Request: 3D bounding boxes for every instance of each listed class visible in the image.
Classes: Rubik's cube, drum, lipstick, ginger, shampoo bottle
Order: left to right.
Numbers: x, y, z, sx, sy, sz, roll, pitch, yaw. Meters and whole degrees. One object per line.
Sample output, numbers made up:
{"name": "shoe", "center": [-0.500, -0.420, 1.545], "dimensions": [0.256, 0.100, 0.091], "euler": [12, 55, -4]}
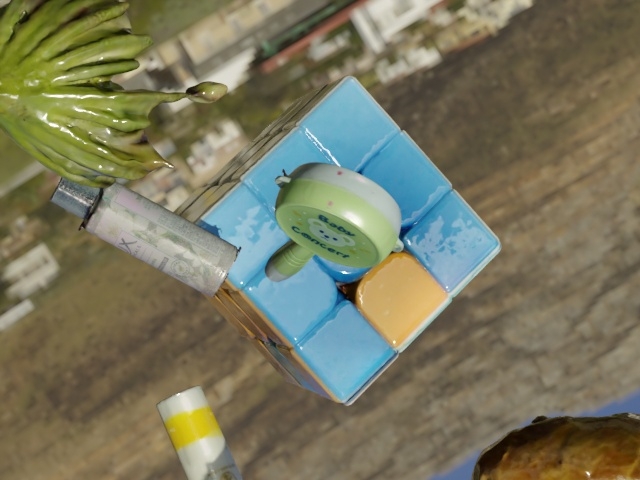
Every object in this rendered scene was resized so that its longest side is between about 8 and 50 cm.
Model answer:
{"name": "shampoo bottle", "center": [-0.199, -0.012, 1.737], "dimensions": [0.072, 0.214, 0.072], "euler": [-60, -173, 12]}
{"name": "lipstick", "center": [-0.108, 0.294, 1.749], "dimensions": [0.059, 0.264, 0.059], "euler": [-24, 173, -3]}
{"name": "Rubik's cube", "center": [0.000, 0.000, 1.981], "dimensions": [0.290, 0.291, 0.291], "euler": [-45, -170, -11]}
{"name": "drum", "center": [0.012, 0.003, 1.474], "dimensions": [0.253, 0.130, 0.049], "euler": [100, 14, -67]}
{"name": "ginger", "center": [0.328, 0.271, 1.714], "dimensions": [0.321, 0.165, 0.172], "euler": [-2, -171, -15]}

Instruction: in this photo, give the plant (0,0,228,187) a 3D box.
{"name": "plant", "center": [-0.276, -0.152, 1.392], "dimensions": [0.180, 0.251, 0.333], "euler": [-59, 157, 16]}
